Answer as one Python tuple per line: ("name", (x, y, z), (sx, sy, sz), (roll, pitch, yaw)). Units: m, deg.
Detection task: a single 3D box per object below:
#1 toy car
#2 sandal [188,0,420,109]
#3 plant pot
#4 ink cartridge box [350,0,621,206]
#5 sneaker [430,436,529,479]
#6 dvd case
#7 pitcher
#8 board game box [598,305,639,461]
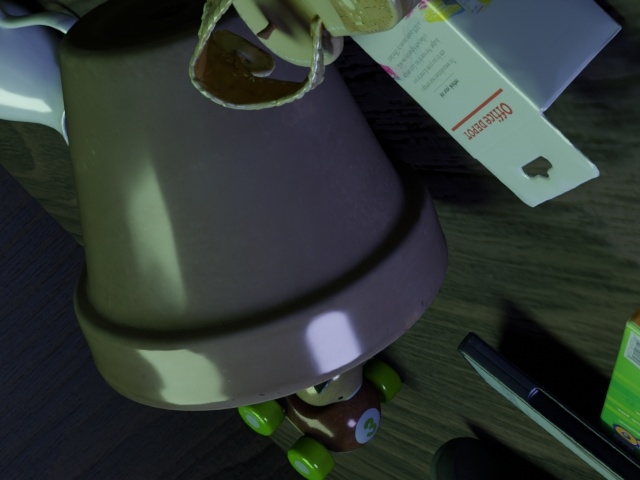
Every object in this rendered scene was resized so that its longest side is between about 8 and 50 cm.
("toy car", (0.018, 0.153, 1.445), (0.149, 0.155, 0.188), (42, 154, 3))
("sandal", (-0.031, -0.103, 0.640), (0.088, 0.079, 0.240), (48, 168, -13))
("plant pot", (-0.063, -0.053, 0.887), (0.263, 0.263, 0.229), (25, 139, 52))
("ink cartridge box", (0.071, -0.105, 0.640), (0.181, 0.061, 0.104), (44, 168, -2))
("sneaker", (0.247, 0.309, 1.356), (0.341, 0.125, 0.139), (47, 132, 34))
("dvd case", (0.223, 0.170, 1.063), (0.253, 0.022, 0.180), (39, 179, 19))
("pitcher", (-0.318, -0.199, 1.405), (0.207, 0.125, 0.178), (28, 142, 16))
("board game box", (0.251, 0.125, 0.887), (0.124, 0.039, 0.259), (39, 165, 20))
